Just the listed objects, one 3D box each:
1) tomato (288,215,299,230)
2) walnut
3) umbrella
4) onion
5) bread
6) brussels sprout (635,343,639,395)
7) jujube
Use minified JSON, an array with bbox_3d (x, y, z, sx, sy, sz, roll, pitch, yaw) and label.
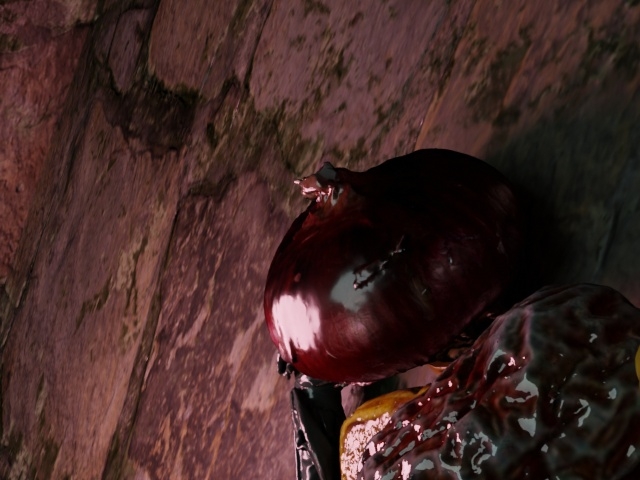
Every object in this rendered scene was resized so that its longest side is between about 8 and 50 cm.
[{"bbox_3d":[0.000,0.000,1.380,0.087,0.087,0.075,-42,50,41],"label":"tomato"},{"bbox_3d":[0.169,0.118,1.117,0.121,0.052,0.091,-24,24,49],"label":"walnut"},{"bbox_3d":[0.008,0.241,1.264,0.094,0.143,0.348,-10,72,28],"label":"umbrella"},{"bbox_3d":[0.071,0.011,1.104,0.314,0.232,0.314,-28,19,11],"label":"onion"},{"bbox_3d":[0.117,0.244,1.128,0.222,0.096,0.181,-30,59,48],"label":"bread"},{"bbox_3d":[0.351,0.084,0.699,0.273,0.243,0.316,-49,43,28],"label":"brussels sprout"},{"bbox_3d":[0.175,0.187,0.909,0.317,0.226,0.226,-42,41,5],"label":"jujube"}]
